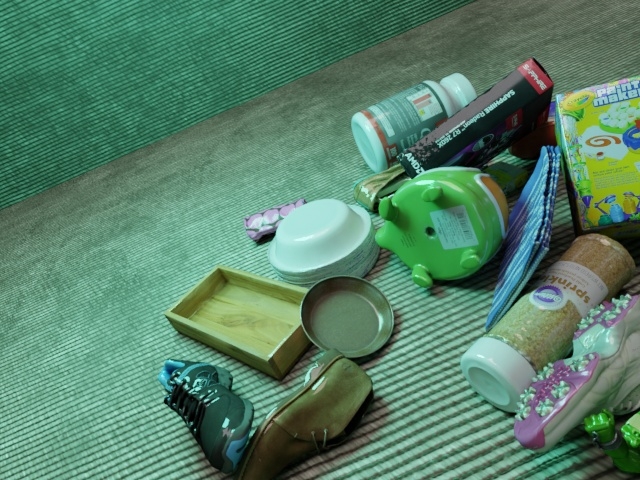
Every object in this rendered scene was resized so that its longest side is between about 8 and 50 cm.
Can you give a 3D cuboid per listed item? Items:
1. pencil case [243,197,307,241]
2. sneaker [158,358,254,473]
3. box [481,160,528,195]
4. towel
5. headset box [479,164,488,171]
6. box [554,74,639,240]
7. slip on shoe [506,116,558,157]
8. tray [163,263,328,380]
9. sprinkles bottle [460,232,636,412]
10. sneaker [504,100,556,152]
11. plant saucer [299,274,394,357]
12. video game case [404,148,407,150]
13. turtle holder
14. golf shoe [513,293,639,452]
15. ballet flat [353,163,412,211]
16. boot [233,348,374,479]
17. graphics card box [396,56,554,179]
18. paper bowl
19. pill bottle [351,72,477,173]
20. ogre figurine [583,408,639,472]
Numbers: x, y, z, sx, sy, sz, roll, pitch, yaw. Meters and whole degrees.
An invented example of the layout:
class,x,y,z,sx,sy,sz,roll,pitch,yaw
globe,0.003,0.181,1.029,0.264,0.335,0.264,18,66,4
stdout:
class,x,y,z,sx,sy,sz,roll,pitch,yaw
pencil case,-0.128,-0.058,1.570,0.209,0.095,0.098,-19,47,12
sneaker,-0.221,0.310,0.951,0.125,0.139,0.341,-66,22,-6
box,0.437,-0.140,1.361,0.179,0.043,0.105,-28,32,-12
towel,0.395,-0.014,1.027,0.040,0.243,0.336,22,46,10
headset box,0.437,-0.207,1.471,0.062,0.032,0.083,-15,31,14
box,0.630,-0.159,1.004,0.290,0.177,0.279,-9,76,21
slip on shoe,0.633,-0.245,1.328,0.331,0.123,0.101,5,60,40
tray,-0.181,0.180,1.259,0.411,0.076,0.203,10,45,44
sprinkles bottle,0.397,0.132,0.901,0.355,0.121,0.121,-38,34,-23
sneaker,0.622,-0.332,1.487,0.293,0.102,0.146,-9,30,15
plant saucer,0.054,0.164,1.099,0.198,0.036,0.199,4,50,-4
video game case,0.310,-0.190,1.436,0.119,0.015,0.166,-14,72,4
turtle holder,0.274,-0.030,1.164,0.227,0.320,0.243,-31,73,-38
golf shoe,0.408,0.211,0.756,0.306,0.140,0.115,-38,-4,-21
ballet flat,0.259,-0.180,1.493,0.342,0.116,0.124,-28,52,-6
boot,-0.024,0.331,0.906,0.115,0.112,0.305,30,62,29
graphics card box,0.379,-0.252,1.272,0.371,0.233,0.094,-35,73,12
paper bowl,0.000,0.000,1.341,0.284,0.148,0.284,-18,31,11
pill bottle,0.299,-0.374,1.644,0.363,0.210,0.210,-27,31,-4
ogre figurine,0.457,0.258,0.673,0.197,0.118,0.097,-24,35,3
